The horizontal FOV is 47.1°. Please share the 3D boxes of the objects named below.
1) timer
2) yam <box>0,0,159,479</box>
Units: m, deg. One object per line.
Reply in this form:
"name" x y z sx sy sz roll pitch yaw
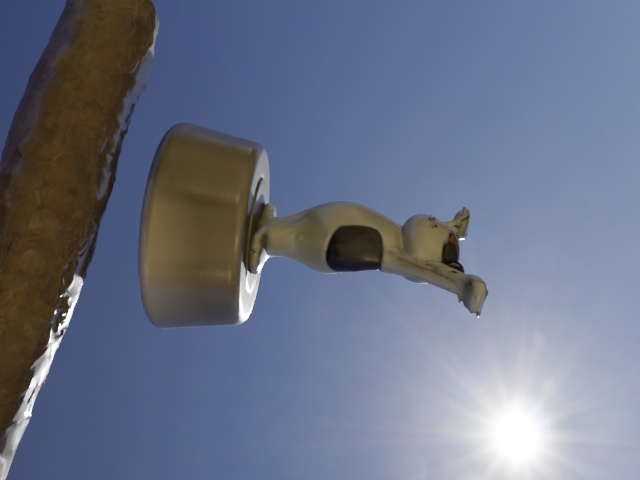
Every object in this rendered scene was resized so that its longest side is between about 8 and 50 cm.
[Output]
"timer" 0.000 0.000 0.620 0.265 0.175 0.175 6 -116 2
"yam" -0.172 -0.006 0.438 0.081 0.081 0.357 29 -121 -30
